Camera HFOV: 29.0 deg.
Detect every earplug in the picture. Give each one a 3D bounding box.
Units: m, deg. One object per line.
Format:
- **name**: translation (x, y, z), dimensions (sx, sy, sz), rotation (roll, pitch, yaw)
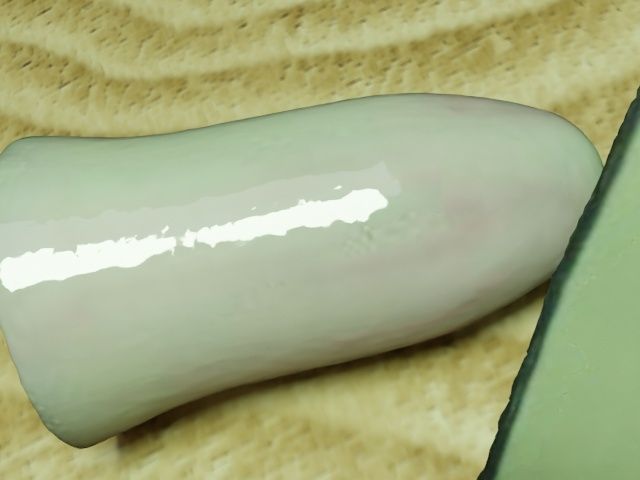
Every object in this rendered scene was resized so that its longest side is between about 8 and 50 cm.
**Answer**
- **earplug**: translation (0.000, 0.000, 0.653), dimensions (0.301, 0.172, 0.172), rotation (-11, 54, 9)

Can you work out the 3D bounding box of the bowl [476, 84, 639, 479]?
- **bowl**: translation (0.210, -0.005, 0.456), dimensions (0.185, 0.354, 0.354), rotation (25, 69, 15)
